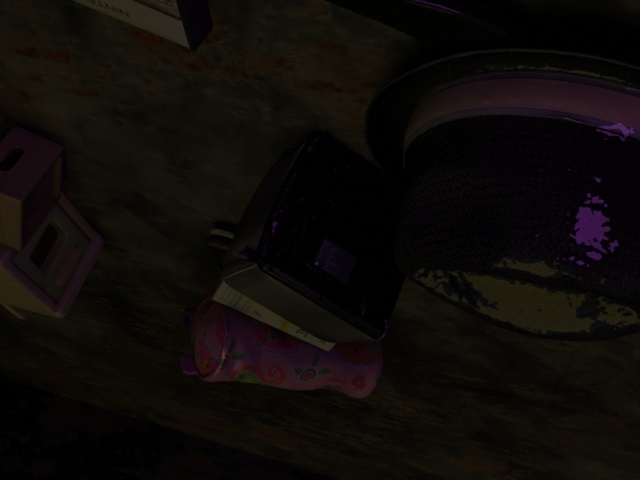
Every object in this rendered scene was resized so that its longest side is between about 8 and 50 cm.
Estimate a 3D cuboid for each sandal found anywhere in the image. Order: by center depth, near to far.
[{"bbox_3d":[0.066,-0.179,0.577,0.179,0.040,0.067,16,171,-19],"label":"sandal"}]

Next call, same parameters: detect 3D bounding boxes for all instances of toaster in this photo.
[{"bbox_3d":[0.000,0.000,0.834,0.186,0.168,0.110,32,153,-20],"label":"toaster"}]

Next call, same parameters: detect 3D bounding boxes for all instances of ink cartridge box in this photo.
[{"bbox_3d":[-0.031,0.053,1.023,0.175,0.072,0.127,26,134,-11],"label":"ink cartridge box"}]

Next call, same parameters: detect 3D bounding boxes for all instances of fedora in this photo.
[{"bbox_3d":[0.181,-0.015,0.663,0.334,0.152,0.334,16,157,7],"label":"fedora"}]

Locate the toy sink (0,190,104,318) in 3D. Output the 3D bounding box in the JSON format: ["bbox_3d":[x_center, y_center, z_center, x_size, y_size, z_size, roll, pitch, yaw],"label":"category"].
[{"bbox_3d":[-0.438,0.022,1.234,0.131,0.152,0.234,11,151,20],"label":"toy sink"}]

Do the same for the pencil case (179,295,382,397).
[{"bbox_3d":[-0.049,0.153,1.124,0.284,0.124,0.124,12,162,-33],"label":"pencil case"}]

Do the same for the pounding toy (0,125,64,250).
[{"bbox_3d":[-0.411,-0.079,1.070,0.100,0.141,0.130,24,139,-3],"label":"pounding toy"}]

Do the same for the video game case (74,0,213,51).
[{"bbox_3d":[-0.210,-0.278,0.577,0.248,0.035,0.275,25,157,14],"label":"video game case"}]

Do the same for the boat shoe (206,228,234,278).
[{"bbox_3d":[-0.106,0.067,1.147,0.084,0.079,0.233,11,149,24],"label":"boat shoe"}]
